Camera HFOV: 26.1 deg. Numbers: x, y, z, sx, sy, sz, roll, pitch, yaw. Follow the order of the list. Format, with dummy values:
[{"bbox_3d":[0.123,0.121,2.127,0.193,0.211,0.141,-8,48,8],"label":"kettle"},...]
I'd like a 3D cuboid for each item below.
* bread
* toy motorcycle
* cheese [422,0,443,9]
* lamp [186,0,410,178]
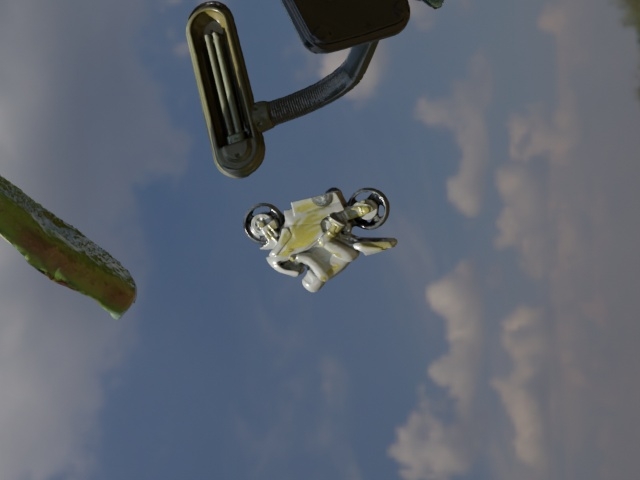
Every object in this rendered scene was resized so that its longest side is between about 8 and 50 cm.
[{"bbox_3d":[-0.285,-0.028,1.254,0.045,0.301,0.301,-54,-24,-4],"label":"bread"},{"bbox_3d":[0.000,0.000,2.053,0.074,0.228,0.151,-23,-75,-79],"label":"toy motorcycle"},{"bbox_3d":[0.068,-0.355,1.587,0.106,0.037,0.256,3,-133,-51],"label":"cheese"},{"bbox_3d":[-0.035,-0.219,1.398,0.203,0.124,0.283,65,147,16],"label":"lamp"}]
